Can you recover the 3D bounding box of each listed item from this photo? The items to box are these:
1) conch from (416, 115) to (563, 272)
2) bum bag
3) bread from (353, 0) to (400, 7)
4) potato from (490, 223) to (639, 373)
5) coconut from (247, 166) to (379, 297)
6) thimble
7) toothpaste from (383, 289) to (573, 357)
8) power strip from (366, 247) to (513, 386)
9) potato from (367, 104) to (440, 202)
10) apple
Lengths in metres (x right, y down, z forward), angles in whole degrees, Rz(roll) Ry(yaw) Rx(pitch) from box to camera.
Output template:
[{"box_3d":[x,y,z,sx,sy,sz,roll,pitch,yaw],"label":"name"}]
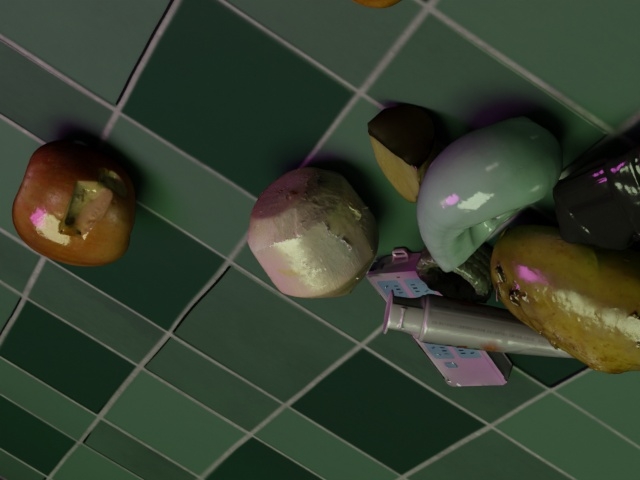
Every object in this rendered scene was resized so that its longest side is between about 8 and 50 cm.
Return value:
[{"box_3d":[0.195,-0.057,1.428,0.185,0.121,0.221,-3,150,-32],"label":"conch"},{"box_3d":[0.381,-0.064,1.331,0.142,0.079,0.326,34,142,-19],"label":"bum bag"},{"box_3d":[0.104,-0.311,1.210,0.093,0.074,0.239,23,153,-28],"label":"bread"},{"box_3d":[0.348,0.077,1.494,0.300,0.140,0.173,20,141,18],"label":"potato"},{"box_3d":[0.000,0.000,1.620,0.171,0.171,0.183,-12,127,44],"label":"coconut"},{"box_3d":[0.184,0.037,1.624,0.110,0.062,0.084,33,148,-7],"label":"thimble"},{"box_3d":[0.246,0.118,1.604,0.323,0.066,0.100,9,-171,-2],"label":"toothpaste"},{"box_3d":[0.173,0.117,1.759,0.109,0.037,0.279,-7,133,40],"label":"power strip"},{"box_3d":[0.110,-0.103,1.492,0.096,0.066,0.103,47,166,26],"label":"potato"},{"box_3d":[-0.357,-0.048,1.802,0.199,0.199,0.199,19,145,14],"label":"apple"}]
